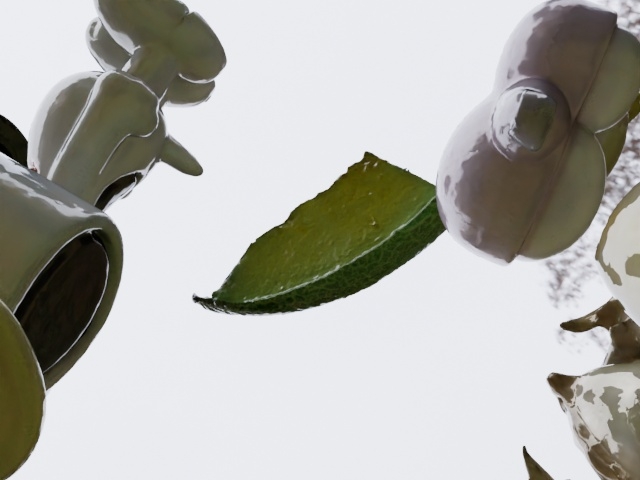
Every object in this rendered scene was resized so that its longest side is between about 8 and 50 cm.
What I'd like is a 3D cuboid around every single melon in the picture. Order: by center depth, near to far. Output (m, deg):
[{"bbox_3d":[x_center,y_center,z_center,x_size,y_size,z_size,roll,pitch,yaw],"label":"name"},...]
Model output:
[{"bbox_3d":[-0.001,0.001,0.775,0.261,0.114,0.053,-28,-14,0],"label":"melon"}]

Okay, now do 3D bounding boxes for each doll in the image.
[{"bbox_3d":[-0.142,-0.024,0.394,0.143,0.208,0.272,29,-103,-5],"label":"doll"},{"bbox_3d":[0.158,-0.071,0.572,0.160,0.094,0.365,-65,-15,14],"label":"doll"}]

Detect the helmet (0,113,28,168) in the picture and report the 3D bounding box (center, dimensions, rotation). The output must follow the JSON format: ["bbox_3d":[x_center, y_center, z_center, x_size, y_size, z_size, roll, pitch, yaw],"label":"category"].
[{"bbox_3d":[-0.409,-0.086,0.921,0.177,0.107,0.153,29,-91,-42],"label":"helmet"}]

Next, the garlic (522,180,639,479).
[{"bbox_3d":[0.191,0.069,0.344,0.184,0.203,0.281,10,-90,-41],"label":"garlic"}]
